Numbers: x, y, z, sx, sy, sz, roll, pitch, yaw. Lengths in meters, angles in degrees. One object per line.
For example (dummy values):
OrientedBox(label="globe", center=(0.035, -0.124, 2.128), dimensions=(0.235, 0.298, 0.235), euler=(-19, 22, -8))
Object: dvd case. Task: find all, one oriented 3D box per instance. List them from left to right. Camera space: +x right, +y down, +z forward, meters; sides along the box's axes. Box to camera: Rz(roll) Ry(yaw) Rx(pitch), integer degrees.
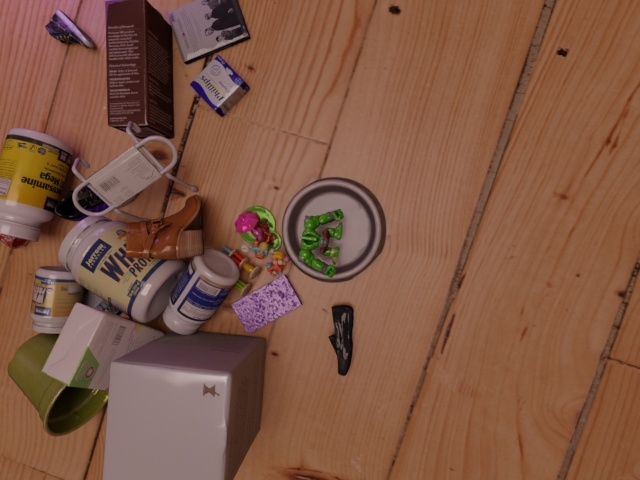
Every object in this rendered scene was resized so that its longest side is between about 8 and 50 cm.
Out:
OrientedBox(label="dvd case", center=(-0.815, 0.198, 1.501), dimensions=(0.180, 0.022, 0.253), euler=(-43, 87, 4))
OrientedBox(label="dvd case", center=(-0.372, -0.713, 1.436), dimensions=(0.238, 0.029, 0.180), euler=(-19, 89, 6))

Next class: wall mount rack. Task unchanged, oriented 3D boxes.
OrientedBox(label="wall mount rack", center=(-0.559, -0.181, 1.336), dimensions=(0.349, 0.131, 0.304), euler=(-32, 126, 6))

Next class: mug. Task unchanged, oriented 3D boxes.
OrientedBox(label="mug", center=(-1.071, -0.072, 1.480), dimensions=(0.169, 0.113, 0.150), euler=(41, 96, 0))

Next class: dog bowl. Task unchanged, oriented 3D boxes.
OrientedBox(label="dog bowl", center=(0.038, -0.034, 1.371), dimensions=(0.348, 0.102, 0.350), euler=(0, 92, 5))

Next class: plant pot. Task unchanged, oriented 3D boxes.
OrientedBox(label="plant pot", center=(-0.846, 0.436, 1.406), dimensions=(0.253, 0.276, 0.276), euler=(28, 94, 16))

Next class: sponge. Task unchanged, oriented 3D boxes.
OrientedBox(label="sponge", center=(-0.178, 0.211, 1.431), dimensions=(0.210, 0.031, 0.117), euler=(-29, 88, 5))

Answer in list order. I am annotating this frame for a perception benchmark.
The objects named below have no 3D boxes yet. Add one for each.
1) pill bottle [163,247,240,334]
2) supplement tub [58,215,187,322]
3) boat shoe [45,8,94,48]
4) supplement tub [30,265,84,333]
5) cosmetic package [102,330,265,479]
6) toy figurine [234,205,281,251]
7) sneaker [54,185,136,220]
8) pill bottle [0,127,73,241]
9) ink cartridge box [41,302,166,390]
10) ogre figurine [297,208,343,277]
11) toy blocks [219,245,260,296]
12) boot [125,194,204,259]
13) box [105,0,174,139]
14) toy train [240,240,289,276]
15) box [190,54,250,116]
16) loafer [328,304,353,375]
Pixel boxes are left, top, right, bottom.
OrientedBox(label="pill bottle", center=(-0.382, 0.166, 1.369), dimensions=(0.153, 0.153, 0.265), euler=(40, 112, 4))
OrientedBox(label="supplement tub", center=(-0.619, 0.084, 1.371), dimensions=(0.324, 0.235, 0.236), euler=(31, 94, 4))
OrientedBox(label="boat shoe", center=(-0.850, -0.694, 1.471), dimensions=(0.183, 0.065, 0.083), euler=(45, 96, 10))
OrientedBox(label="supplement tub", center=(-0.861, 0.191, 1.420), dimensions=(0.144, 0.144, 0.200), euler=(8, 91, 6))
OrientedBox(label="cosmetic package", center=(-0.368, 0.473, 1.274), dimensions=(0.326, 0.393, 0.330), euler=(5, 91, 6))
OrientedBox(label="toy figurine", center=(-0.205, -0.032, 1.366), dimensions=(0.130, 0.159, 0.173), euler=(-41, 87, 5))
OrientedBox(label="sneaker", center=(-0.739, -0.144, 1.424), dimensions=(0.293, 0.146, 0.102), euler=(-28, 88, 6))
OrientedBox(label="pill bottle", center=(-0.944, -0.174, 1.399), dimensions=(0.187, 0.188, 0.335), euler=(11, 82, 5))
OrientedBox(label="ink cartridge box", center=(-0.621, 0.341, 1.321), dimensions=(0.119, 0.353, 0.207), euler=(13, 71, 22))
OrientedBox(label="ogre figurine", center=(0.000, 0.000, 1.278), dimensions=(0.118, 0.097, 0.197), euler=(10, 103, -6))
OrientedBox(label="toy blocks", center=(-0.285, 0.096, 1.429), dimensions=(0.148, 0.054, 0.123), euler=(33, 103, 15))
OrientedBox(label="boot", center=(-0.474, -0.042, 1.332), dimensions=(0.219, 0.109, 0.284), euler=(-4, 46, -13))
OrientedBox(label="box", center=(-0.571, -0.533, 1.379), dimensions=(0.142, 0.191, 0.382), euler=(1, 91, 6))
OrientedBox(label="toy train", center=(-0.171, 0.066, 1.364), dimensions=(0.125, 0.046, 0.166), euler=(-23, 133, 40))
OrientedBox(label="box", center=(-0.327, -0.502, 1.414), dimensions=(0.137, 0.072, 0.126), euler=(-44, 86, 5))
OrientedBox(label="loafer", center=(0.064, 0.318, 1.390), dimensions=(0.078, 0.076, 0.224), euler=(1, 86, 11))
